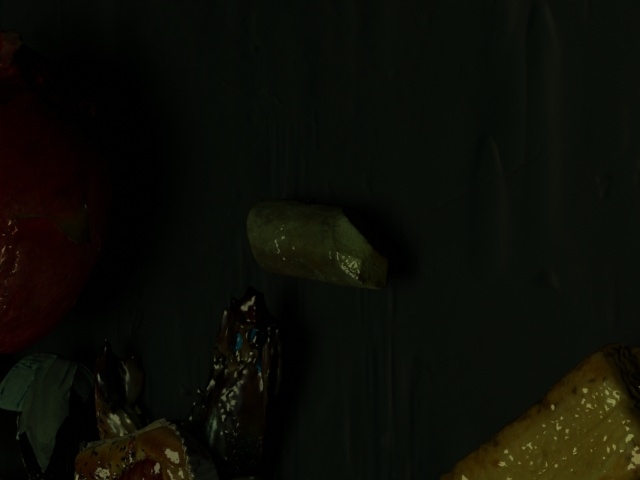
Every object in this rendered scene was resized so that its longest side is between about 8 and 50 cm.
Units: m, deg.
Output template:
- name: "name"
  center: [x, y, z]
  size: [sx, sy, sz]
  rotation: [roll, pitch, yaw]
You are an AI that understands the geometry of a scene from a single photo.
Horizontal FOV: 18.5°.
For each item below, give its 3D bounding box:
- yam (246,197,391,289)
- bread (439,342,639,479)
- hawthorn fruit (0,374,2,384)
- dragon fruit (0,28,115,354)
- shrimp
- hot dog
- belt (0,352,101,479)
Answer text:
- name: "yam"
  center: [0.000, 0.000, 1.591]
  size: [0.146, 0.070, 0.069]
  rotation: [7, 98, 43]
- name: "bread"
  center: [0.181, 0.169, 1.430]
  size: [0.211, 0.083, 0.114]
  rotation: [-42, 61, 36]
- name: "hawthorn fruit"
  center: [-0.372, 0.161, 1.902]
  size: [0.133, 0.133, 0.138]
  rotation: [-24, 80, 41]
- name: "dragon fruit"
  center: [-0.328, -0.041, 1.736]
  size: [0.295, 0.296, 0.301]
  rotation: [42, 148, 32]
- name: "shrimp"
  center: [-0.120, 0.137, 1.717]
  size: [0.222, 0.054, 0.290]
  rotation: [41, 127, 32]
- name: "hot dog"
  center: [-0.154, 0.216, 1.700]
  size: [0.191, 0.059, 0.108]
  rotation: [-21, 84, 52]
- name: "belt"
  center: [-0.253, 0.173, 1.813]
  size: [0.058, 0.105, 0.140]
  rotation: [-4, 81, 43]
